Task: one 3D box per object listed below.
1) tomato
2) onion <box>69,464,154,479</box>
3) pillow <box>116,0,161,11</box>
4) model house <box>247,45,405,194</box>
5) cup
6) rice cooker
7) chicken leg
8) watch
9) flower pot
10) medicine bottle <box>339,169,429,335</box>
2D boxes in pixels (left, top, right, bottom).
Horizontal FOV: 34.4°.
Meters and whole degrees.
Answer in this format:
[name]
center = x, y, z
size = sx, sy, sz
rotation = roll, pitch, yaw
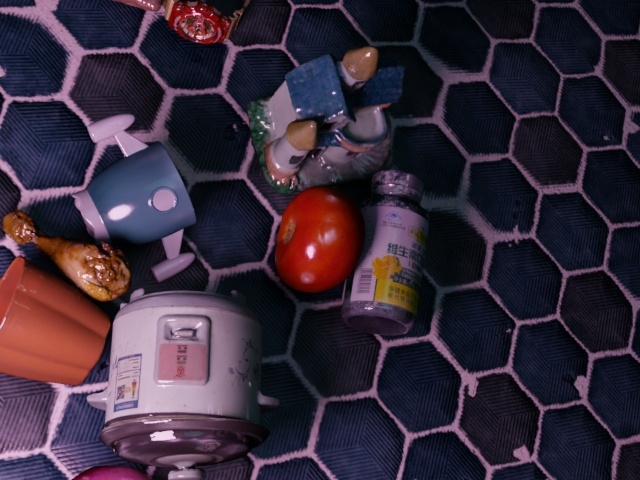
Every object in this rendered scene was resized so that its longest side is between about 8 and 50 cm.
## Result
[tomato]
center = 0.000, 0.000, 1.844
size = 0.136, 0.195, 0.195
rotation = 18, 68, -21
[onion]
center = -0.334, 0.440, 1.590
size = 0.207, 0.200, 0.200
rotation = -39, 90, 5
[pillow]
center = -0.394, -0.545, 1.921
size = 0.223, 0.084, 0.236
rotation = 9, 68, -16
[model house]
center = 0.044, -0.233, 1.858
size = 0.267, 0.325, 0.194
rotation = -10, 75, -23
[cup]
center = -0.321, -0.064, 1.758
size = 0.173, 0.167, 0.299
rotation = -26, 109, -14
[rice cooker]
center = -0.215, 0.236, 1.646
size = 0.317, 0.264, 0.316
rotation = 3, 69, -8
[chicken leg]
center = -0.419, 0.022, 1.694
size = 0.252, 0.107, 0.087
rotation = 26, 56, 19
[watch]
center = -0.215, -0.502, 1.982
size = 0.165, 0.102, 0.268
rotation = 8, 63, -17
[flower pot]
center = -0.440, 0.143, 1.642
size = 0.173, 0.191, 0.190
rotation = 30, 64, -25
[medicine bottle]
center = 0.124, 0.018, 1.910
size = 0.141, 0.141, 0.293
rotation = 16, 68, -16
